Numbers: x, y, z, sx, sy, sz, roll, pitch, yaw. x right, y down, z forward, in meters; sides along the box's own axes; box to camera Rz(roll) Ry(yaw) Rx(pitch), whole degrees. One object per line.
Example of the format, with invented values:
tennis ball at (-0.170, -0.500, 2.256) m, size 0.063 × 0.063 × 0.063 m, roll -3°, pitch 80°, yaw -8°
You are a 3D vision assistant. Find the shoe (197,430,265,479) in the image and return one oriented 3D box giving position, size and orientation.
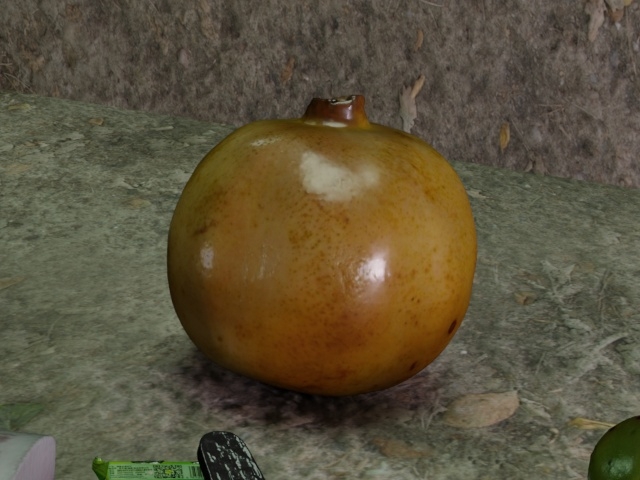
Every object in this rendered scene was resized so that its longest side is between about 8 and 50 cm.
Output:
shoe at (-0.081, 0.273, 1.372) m, size 0.071 × 0.049 × 0.179 m, roll -2°, pitch 41°, yaw -27°

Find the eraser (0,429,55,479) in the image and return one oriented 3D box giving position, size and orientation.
eraser at (-0.416, 0.233, 1.351) m, size 0.270 × 0.094 × 0.174 m, roll 7°, pitch 14°, yaw 4°

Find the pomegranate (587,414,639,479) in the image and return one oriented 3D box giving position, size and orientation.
pomegranate at (0.341, 0.268, 1.375) m, size 0.159 × 0.159 × 0.205 m, roll 9°, pitch 42°, yaw 13°

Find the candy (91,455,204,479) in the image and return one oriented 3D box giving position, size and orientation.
candy at (-0.150, 0.262, 1.430) m, size 0.178 × 0.032 × 0.102 m, roll 2°, pitch 20°, yaw -13°

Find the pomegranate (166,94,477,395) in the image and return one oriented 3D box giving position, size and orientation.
pomegranate at (0.000, 0.000, 1.747) m, size 0.417 × 0.416 × 0.416 m, roll 4°, pitch 17°, yaw -1°
